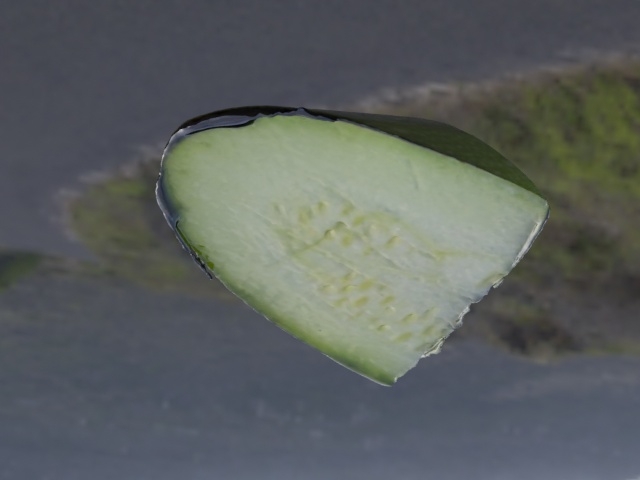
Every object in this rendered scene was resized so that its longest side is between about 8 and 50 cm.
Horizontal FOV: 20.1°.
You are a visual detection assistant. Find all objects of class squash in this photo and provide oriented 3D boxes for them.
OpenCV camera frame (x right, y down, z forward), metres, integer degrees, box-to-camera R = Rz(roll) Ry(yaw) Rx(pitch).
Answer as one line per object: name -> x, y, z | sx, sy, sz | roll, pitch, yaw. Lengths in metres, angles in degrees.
squash -> 0.000, 0.000, 1.216 | 0.155, 0.204, 0.237 | -31, 165, -46
